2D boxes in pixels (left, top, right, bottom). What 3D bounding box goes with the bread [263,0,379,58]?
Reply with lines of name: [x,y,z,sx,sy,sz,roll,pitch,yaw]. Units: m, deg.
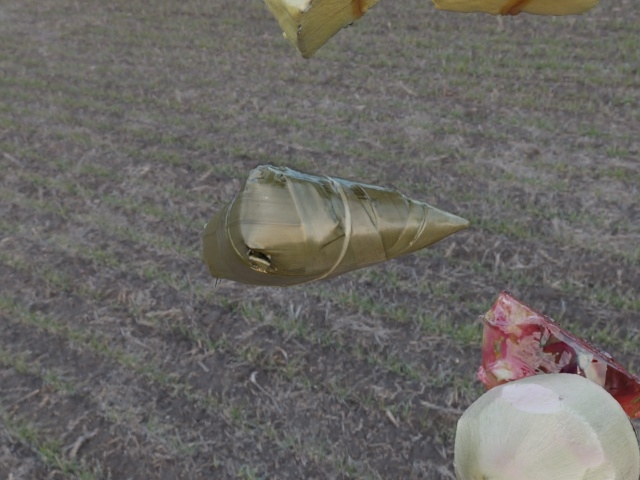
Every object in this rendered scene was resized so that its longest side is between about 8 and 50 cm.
bread: [0.054,-0.348,0.888,0.240,0.135,0.178,-36,33,4]

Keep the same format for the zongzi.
zongzi: [0.000,0.000,0.532,0.178,0.081,0.189,3,-11,-21]

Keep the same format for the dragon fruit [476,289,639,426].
dragon fruit: [0.322,0.208,0.878,0.274,0.161,0.126,34,10,1]

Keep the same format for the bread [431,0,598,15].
bread: [0.179,-0.245,0.439,0.168,0.263,0.163,1,44,-1]

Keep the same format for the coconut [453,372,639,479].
coconut: [0.209,0.214,0.635,0.183,0.170,0.171,-4,25,-40]
